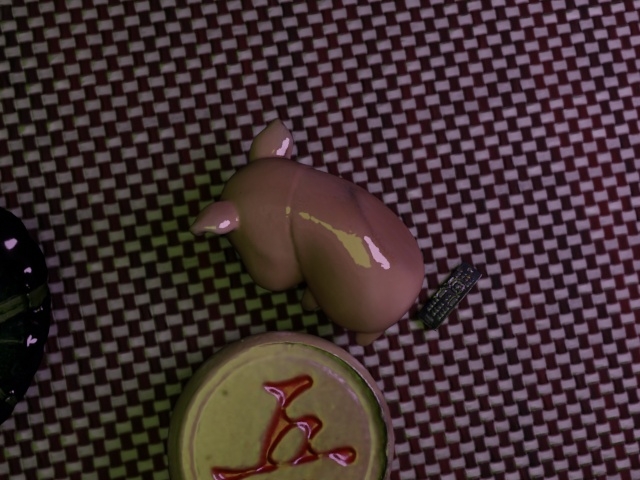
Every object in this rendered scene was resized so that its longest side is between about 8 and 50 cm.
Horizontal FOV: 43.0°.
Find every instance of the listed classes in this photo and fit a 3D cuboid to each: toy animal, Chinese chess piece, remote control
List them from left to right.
[{"bbox_3d":[-0.044,0.224,0.900,0.249,0.103,0.250,1,84,-9],"label":"Chinese chess piece"},{"bbox_3d":[-0.001,0.002,0.893,0.250,0.154,0.166,31,40,-2],"label":"toy animal"},{"bbox_3d":[0.155,0.067,0.978,0.034,0.016,0.091,40,81,14],"label":"remote control"}]

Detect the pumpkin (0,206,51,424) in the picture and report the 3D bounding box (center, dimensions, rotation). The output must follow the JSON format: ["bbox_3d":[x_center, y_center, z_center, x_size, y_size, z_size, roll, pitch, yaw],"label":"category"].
[{"bbox_3d":[-0.435,0.079,0.805,0.295,0.296,0.296,1,85,-7],"label":"pumpkin"}]
